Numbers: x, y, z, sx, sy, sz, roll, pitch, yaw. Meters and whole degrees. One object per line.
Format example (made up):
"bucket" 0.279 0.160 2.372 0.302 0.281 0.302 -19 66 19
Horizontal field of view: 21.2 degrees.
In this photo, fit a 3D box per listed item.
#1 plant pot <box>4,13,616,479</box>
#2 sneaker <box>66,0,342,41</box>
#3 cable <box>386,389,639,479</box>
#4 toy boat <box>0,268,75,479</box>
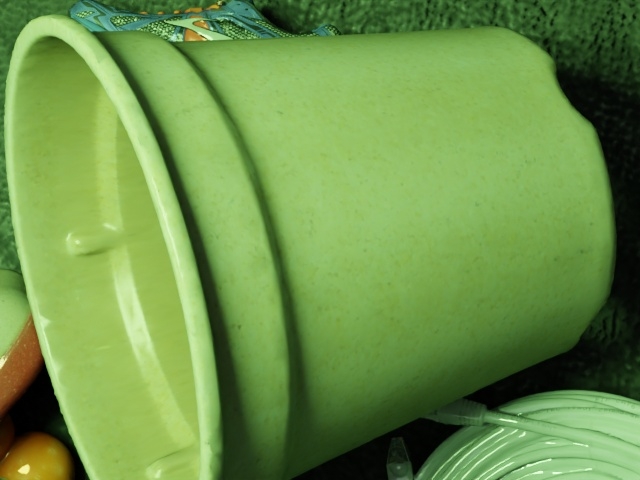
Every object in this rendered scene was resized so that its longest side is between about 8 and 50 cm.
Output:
"plant pot" 0.000 0.000 1.070 0.305 0.334 0.334 -14 81 -24
"sneaker" -0.079 -0.138 1.243 0.221 0.083 0.087 18 76 8
"cable" 0.173 0.229 1.145 0.257 0.089 0.257 0 87 12
"toy boat" -0.245 0.144 1.234 0.151 0.151 0.231 39 95 -17
